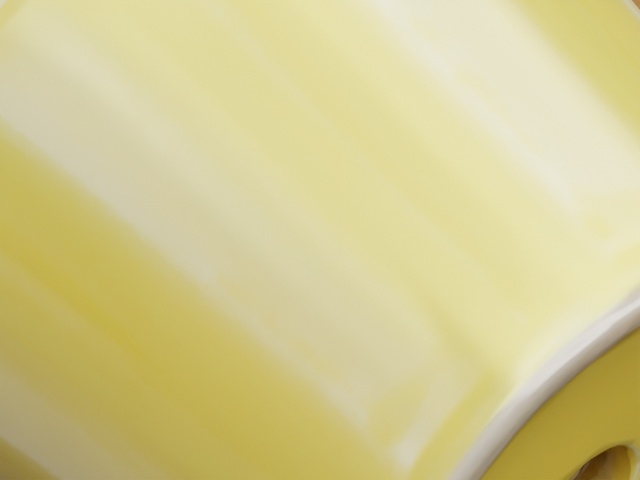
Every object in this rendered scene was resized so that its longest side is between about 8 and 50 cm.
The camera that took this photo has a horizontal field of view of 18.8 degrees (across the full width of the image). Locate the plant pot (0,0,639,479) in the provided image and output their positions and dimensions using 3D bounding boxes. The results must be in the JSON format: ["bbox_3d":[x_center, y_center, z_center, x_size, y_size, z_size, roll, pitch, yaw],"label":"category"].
[{"bbox_3d":[0.000,0.000,0.514,0.254,0.254,0.239,-17,44,-34],"label":"plant pot"}]
